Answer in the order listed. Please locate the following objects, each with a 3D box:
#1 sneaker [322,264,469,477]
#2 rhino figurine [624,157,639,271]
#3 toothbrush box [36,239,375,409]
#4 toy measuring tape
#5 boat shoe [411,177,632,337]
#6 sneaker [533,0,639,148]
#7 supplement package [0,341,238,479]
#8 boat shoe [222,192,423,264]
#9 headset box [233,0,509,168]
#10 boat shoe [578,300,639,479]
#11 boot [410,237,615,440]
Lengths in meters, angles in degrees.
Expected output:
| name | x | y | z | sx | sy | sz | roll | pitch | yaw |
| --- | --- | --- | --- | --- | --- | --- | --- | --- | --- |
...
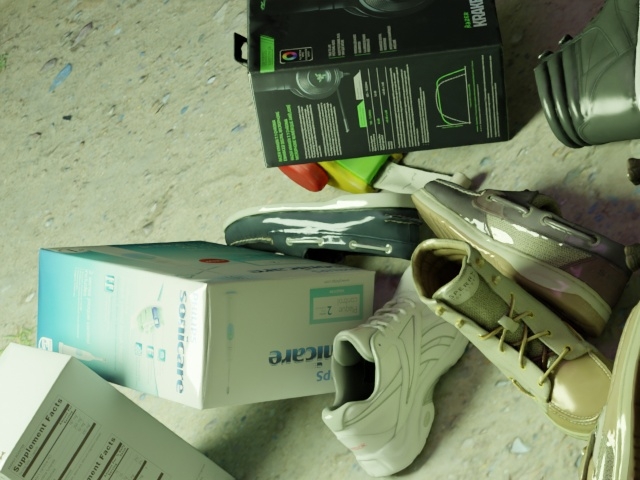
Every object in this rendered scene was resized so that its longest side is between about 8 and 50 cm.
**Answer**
| name | x | y | z | sx | sy | sz | roll | pitch | yaw |
| --- | --- | --- | --- | --- | --- | --- | --- | --- | --- |
| sneaker | 0.068 | 0.100 | 1.715 | 0.090 | 0.115 | 0.232 | -16 | 44 | 42 |
| rhino figurine | 0.318 | 0.016 | 1.540 | 0.106 | 0.073 | 0.243 | -17 | 45 | 27 |
| toothbrush box | -0.121 | 0.078 | 1.834 | 0.295 | 0.216 | 0.126 | 11 | 101 | 50 |
| toy measuring tape | 0.033 | -0.104 | 1.989 | 0.121 | 0.121 | 0.330 | -54 | 32 | -10 |
| boat shoe | 0.191 | -0.001 | 1.698 | 0.092 | 0.103 | 0.285 | -46 | 34 | -6 |
| sneaker | 0.288 | -0.214 | 1.800 | 0.147 | 0.104 | 0.296 | -15 | 48 | 35 |
| supplement package | -0.229 | 0.226 | 1.820 | 0.139 | 0.244 | 0.134 | 6 | 60 | 53 |
| boat shoe | 0.000 | 0.000 | 1.934 | 0.254 | 0.095 | 0.079 | -7 | 80 | 32 |
| headset box | 0.048 | -0.212 | 1.952 | 0.283 | 0.131 | 0.246 | -6 | 40 | 4 |
| boat shoe | 0.243 | 0.177 | 1.410 | 0.098 | 0.109 | 0.302 | -20 | 53 | 50 |
| boot | 0.170 | 0.081 | 1.560 | 0.077 | 0.165 | 0.213 | -49 | 29 | 1 |
